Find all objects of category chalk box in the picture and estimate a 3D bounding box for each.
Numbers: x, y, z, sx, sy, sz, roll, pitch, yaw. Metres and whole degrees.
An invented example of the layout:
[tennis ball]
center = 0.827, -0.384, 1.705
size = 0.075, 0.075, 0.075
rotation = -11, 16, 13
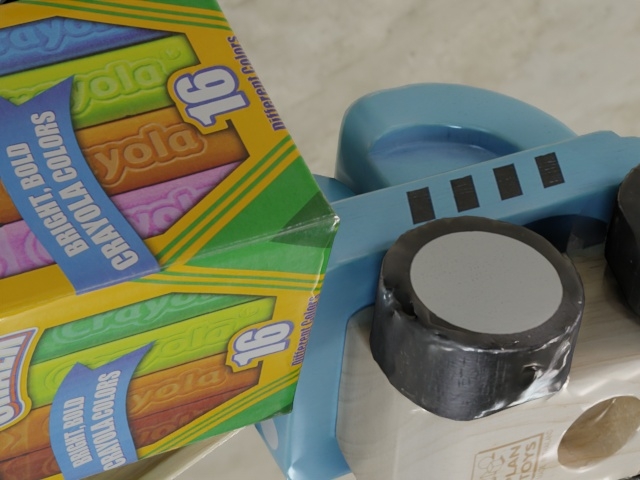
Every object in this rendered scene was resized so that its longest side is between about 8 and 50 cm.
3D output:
[chalk box]
center = -0.165, 0.012, 0.818
size = 0.289, 0.179, 0.180
rotation = -17, 149, -20

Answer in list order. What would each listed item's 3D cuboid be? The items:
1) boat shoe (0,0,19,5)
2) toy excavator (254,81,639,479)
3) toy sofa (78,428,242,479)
[boat shoe]
center = -0.176, -0.143, 1.010
size = 0.095, 0.254, 0.079
rotation = -20, -179, -7
[toy excavator]
center = 0.000, 0.000, 1.031
size = 0.433, 0.445, 0.222
rotation = -15, 134, -20
[toy sofa]
center = -0.148, 0.105, 1.217
size = 0.362, 0.150, 0.177
rotation = -33, -174, -34
